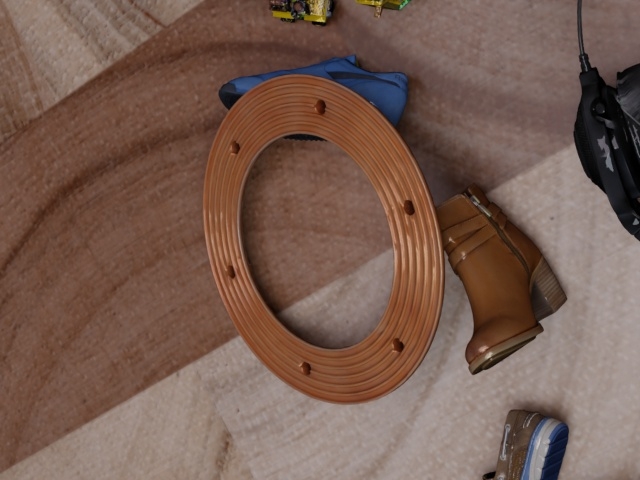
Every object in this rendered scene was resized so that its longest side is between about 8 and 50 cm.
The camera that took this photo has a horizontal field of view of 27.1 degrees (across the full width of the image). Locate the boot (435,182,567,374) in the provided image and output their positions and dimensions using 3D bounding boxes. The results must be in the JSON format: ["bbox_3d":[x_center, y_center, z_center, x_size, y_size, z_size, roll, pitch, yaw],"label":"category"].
[{"bbox_3d":[0.147,0.033,1.255,0.073,0.197,0.152,-38,89,31],"label":"boot"}]

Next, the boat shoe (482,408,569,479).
[{"bbox_3d":[0.195,0.254,1.332,0.066,0.066,0.183,24,106,34],"label":"boat shoe"}]

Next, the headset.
[{"bbox_3d":[0.313,-0.129,1.172,0.394,0.185,0.243,42,114,-1],"label":"headset"}]

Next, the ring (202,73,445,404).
[{"bbox_3d":[0.000,0.000,1.329,0.336,0.032,0.337,15,112,42],"label":"ring"}]

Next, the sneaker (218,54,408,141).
[{"bbox_3d":[-0.005,-0.152,1.374,0.209,0.069,0.082,9,63,30],"label":"sneaker"}]

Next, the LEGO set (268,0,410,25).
[{"bbox_3d":[-0.013,-0.373,1.277,0.255,0.192,0.331,19,102,19],"label":"LEGO set"}]
